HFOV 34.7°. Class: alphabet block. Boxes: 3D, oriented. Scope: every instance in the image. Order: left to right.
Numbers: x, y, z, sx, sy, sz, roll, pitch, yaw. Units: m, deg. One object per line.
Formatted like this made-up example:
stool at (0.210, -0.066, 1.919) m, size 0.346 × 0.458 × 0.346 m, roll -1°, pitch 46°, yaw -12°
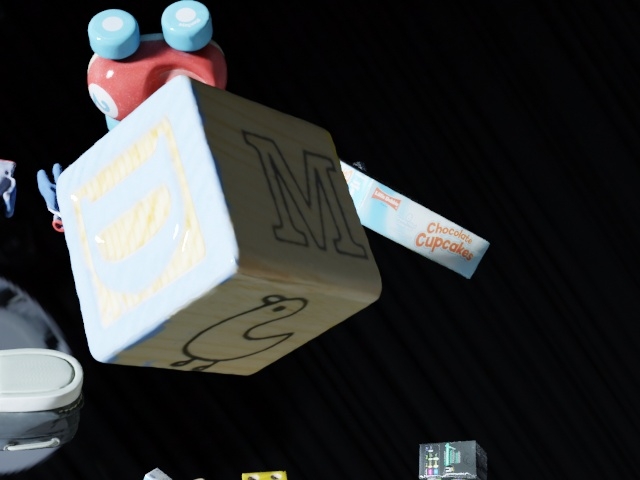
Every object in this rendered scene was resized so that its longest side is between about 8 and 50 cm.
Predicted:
alphabet block at (-0.093, -0.004, 0.928) m, size 0.192 × 0.193 × 0.197 m, roll -32°, pitch -28°, yaw 32°

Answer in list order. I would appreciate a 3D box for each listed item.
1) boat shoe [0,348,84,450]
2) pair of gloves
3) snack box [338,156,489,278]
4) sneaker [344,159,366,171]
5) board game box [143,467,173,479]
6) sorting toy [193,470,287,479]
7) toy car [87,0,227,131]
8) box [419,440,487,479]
boat shoe at (-0.398, 0.171, 1.048) m, size 0.302 × 0.091 × 0.114 m, roll 5°, pitch 30°, yaw -10°
pair of gloves at (-0.348, -0.059, 1.222) m, size 0.159 × 0.198 × 0.023 m, roll -108°, pitch 32°, yaw -60°
snack box at (0.074, -0.053, 1.386) m, size 0.060 × 0.187 × 0.322 m, roll -62°, pitch 24°, yaw 5°
sneaker at (0.000, 0.000, 1.892) m, size 0.131 × 0.319 × 0.112 m, roll 3°, pitch 20°, yaw -13°
board game box at (-0.181, 0.385, 1.343) m, size 0.026 × 0.154 × 0.103 m, roll -22°, pitch -39°, yaw -58°
sorting toy at (-0.138, 0.291, 0.982) m, size 0.274 × 0.046 × 0.132 m, roll -10°, pitch 20°, yaw -28°
toy car at (-0.231, -0.188, 1.511) m, size 0.210 × 0.238 × 0.219 m, roll -9°, pitch -35°, yaw -8°
box at (0.187, 0.316, 1.441) m, size 0.083 × 0.052 × 0.062 m, roll -9°, pitch -31°, yaw 23°
